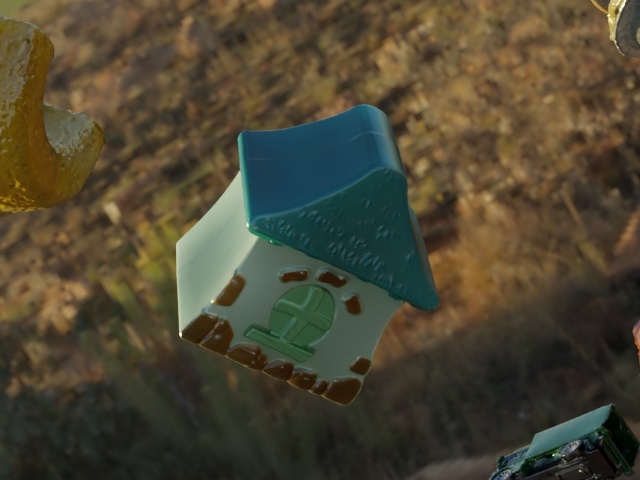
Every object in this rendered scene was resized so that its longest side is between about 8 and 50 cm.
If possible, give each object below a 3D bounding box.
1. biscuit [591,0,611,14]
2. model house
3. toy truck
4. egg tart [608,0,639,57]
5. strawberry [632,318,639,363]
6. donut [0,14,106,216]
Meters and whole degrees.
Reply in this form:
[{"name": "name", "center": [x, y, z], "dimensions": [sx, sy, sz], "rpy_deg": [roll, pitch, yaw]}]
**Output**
[{"name": "biscuit", "center": [0.371, -0.363, 1.964], "dimensions": [0.134, 0.184, 0.027], "rpy_deg": [2, 2, 1]}, {"name": "model house", "center": [0.000, 0.000, 0.927], "dimensions": [0.149, 0.127, 0.100], "rpy_deg": [-55, 24, 25]}, {"name": "toy truck", "center": [0.249, 0.234, 1.635], "dimensions": [0.147, 0.065, 0.079], "rpy_deg": [-29, 13, 30]}, {"name": "egg tart", "center": [0.408, -0.272, 1.666], "dimensions": [0.234, 0.094, 0.234], "rpy_deg": [-29, -27, -16]}, {"name": "strawberry", "center": [0.434, 0.161, 1.515], "dimensions": [0.292, 0.343, 0.292], "rpy_deg": [-6, 28, 3]}, {"name": "donut", "center": [-0.303, -0.100, 1.568], "dimensions": [0.101, 0.259, 0.152], "rpy_deg": [6, 66, 14]}]
